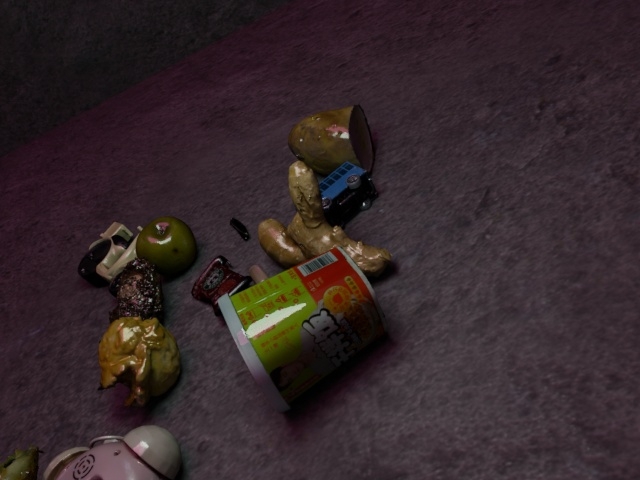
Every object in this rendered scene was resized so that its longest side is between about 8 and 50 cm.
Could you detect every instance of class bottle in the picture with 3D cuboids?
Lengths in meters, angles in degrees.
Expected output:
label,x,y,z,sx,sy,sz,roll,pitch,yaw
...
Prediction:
label,x,y,z,sx,sy,sz,roll,pitch,yaw
bottle,-0.172,0.107,1.530,0.045,0.045,0.096,-37,38,-6

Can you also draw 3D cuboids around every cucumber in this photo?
label,x,y,z,sx,sy,sz,roll,pitch,yaw
cucumber,-0.263,-0.041,1.753,0.034,0.033,0.135,-12,32,-30

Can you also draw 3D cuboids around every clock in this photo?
label,x,y,z,sx,sy,sz,roll,pitch,yaw
clock,-0.693,0.059,1.863,0.378,0.120,0.277,11,59,40
clock,-0.471,0.579,1.140,0.341,0.184,0.326,-16,37,11

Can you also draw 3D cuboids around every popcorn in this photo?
label,x,y,z,sx,sy,sz,roll,pitch,yaw
popcorn,-0.469,0.309,1.395,0.191,0.190,0.254,-24,59,34

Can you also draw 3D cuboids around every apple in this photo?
label,x,y,z,sx,sy,sz,roll,pitch,yaw
apple,-0.498,0.014,1.725,0.196,0.157,0.197,0,51,0

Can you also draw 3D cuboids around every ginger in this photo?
label,x,y,z,sx,sy,sz,roll,pitch,yaw
ginger,-0.016,0.014,1.428,0.122,0.348,0.363,-33,-12,-45

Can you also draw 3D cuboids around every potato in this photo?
label,x,y,z,sx,sy,sz,roll,pitch,yaw
potato,0.021,-0.311,1.712,0.265,0.229,0.229,-8,45,30

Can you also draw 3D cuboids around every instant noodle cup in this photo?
label,x,y,z,sx,sy,sz,roll,pitch,yaw
instant noodle cup,-0.032,0.183,1.210,0.307,0.294,0.294,-29,39,-8

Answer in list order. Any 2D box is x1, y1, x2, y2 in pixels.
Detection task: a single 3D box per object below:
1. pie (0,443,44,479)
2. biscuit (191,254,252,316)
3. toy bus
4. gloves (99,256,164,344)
label,x,y,z,sx,sy,sz,roll,pitch,yaw
pie,-0.696,0.637,1.158,0.355,0.102,0.289,-101,30,-49
biscuit,-0.290,0.134,1.561,0.151,0.063,0.235,-44,35,-16
toy bus,0.040,-0.115,1.572,0.234,0.116,0.133,-40,42,-11
gloves,-0.553,0.203,1.598,0.210,0.135,0.313,-10,62,54
